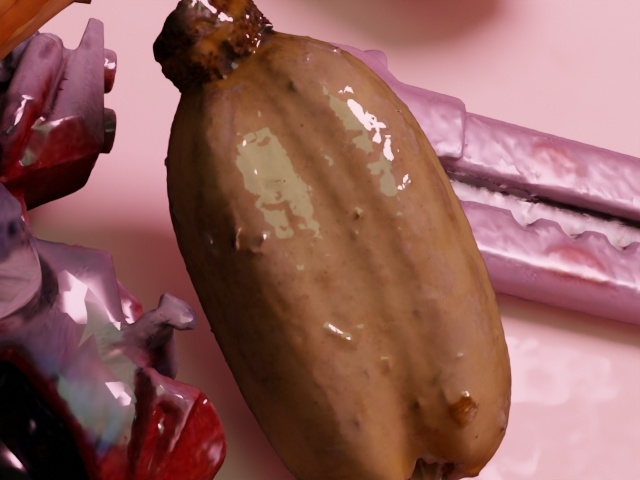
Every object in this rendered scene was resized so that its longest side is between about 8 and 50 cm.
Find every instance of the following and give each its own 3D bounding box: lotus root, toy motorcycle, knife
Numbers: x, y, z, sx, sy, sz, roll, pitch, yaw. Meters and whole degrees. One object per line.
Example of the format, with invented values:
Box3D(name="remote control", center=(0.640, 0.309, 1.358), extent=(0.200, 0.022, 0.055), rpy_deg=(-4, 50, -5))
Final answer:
Box3D(name="lotus root", center=(0.000, 0.000, 0.645), extent=(0.090, 0.077, 0.183), rpy_deg=(-27, 96, -5))
Box3D(name="toy motorcycle", center=(-0.090, 0.010, 0.622), extent=(0.122, 0.082, 0.213), rpy_deg=(9, 56, -20))
Box3D(name="knife", center=(0.156, 0.008, 0.747), extent=(0.398, 0.038, 0.132), rpy_deg=(13, 56, -14))

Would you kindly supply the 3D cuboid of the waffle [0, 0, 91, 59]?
Box3D(name="waffle", center=(-0.235, -0.087, 0.506), extent=(0.376, 0.114, 0.261), rpy_deg=(-42, 87, -5))
